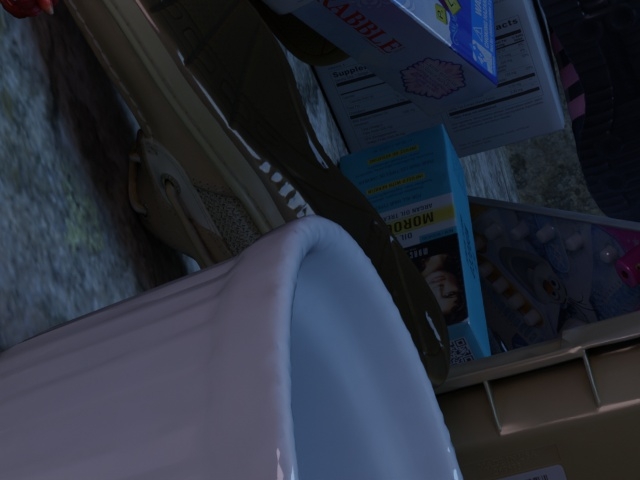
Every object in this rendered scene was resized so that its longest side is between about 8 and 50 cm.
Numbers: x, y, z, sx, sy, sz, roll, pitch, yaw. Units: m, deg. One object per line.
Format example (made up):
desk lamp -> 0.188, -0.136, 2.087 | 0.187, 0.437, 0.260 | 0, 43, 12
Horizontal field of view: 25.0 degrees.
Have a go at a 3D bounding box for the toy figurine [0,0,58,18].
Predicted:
toy figurine -> -0.094, -0.112, 0.488 | 0.173, 0.159, 0.130 | -70, 141, -68

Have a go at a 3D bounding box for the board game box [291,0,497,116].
board game box -> 0.003, -0.294, 1.000 | 0.318, 0.066, 0.319 | 30, 50, -41

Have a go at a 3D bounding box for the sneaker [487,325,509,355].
sneaker -> 0.121, 0.160, 1.146 | 0.079, 0.121, 0.217 | 42, 34, -65

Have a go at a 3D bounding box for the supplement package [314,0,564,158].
supplement package -> 0.087, -0.232, 1.313 | 0.199, 0.198, 0.263 | -88, 158, -51

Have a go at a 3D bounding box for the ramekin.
ramekin -> -0.025, 0.141, 0.525 | 0.277, 0.135, 0.277 | -16, 90, -77

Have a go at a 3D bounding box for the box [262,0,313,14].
box -> -0.076, -0.305, 0.745 | 0.232, 0.058, 0.322 | 37, 40, -48

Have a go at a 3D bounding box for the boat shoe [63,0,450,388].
boat shoe -> -0.052, -0.032, 0.723 | 0.302, 0.098, 0.109 | 55, 26, -16

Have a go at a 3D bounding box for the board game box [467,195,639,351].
board game box -> 0.260, 0.149, 1.395 | 0.390, 0.050, 0.390 | 13, -50, 56

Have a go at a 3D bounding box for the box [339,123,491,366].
box -> 0.073, 0.014, 1.173 | 0.244, 0.100, 0.060 | -92, 160, -49

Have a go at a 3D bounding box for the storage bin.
storage bin -> 0.141, 0.186, 0.889 | 0.123, 0.262, 0.260 | -47, 120, -73

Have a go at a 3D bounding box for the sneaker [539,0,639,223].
sneaker -> 0.277, -0.168, 1.349 | 0.131, 0.112, 0.319 | -79, 154, -55

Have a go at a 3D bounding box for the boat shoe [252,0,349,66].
boat shoe -> -0.027, -0.272, 1.106 | 0.096, 0.098, 0.277 | -65, 136, -70
